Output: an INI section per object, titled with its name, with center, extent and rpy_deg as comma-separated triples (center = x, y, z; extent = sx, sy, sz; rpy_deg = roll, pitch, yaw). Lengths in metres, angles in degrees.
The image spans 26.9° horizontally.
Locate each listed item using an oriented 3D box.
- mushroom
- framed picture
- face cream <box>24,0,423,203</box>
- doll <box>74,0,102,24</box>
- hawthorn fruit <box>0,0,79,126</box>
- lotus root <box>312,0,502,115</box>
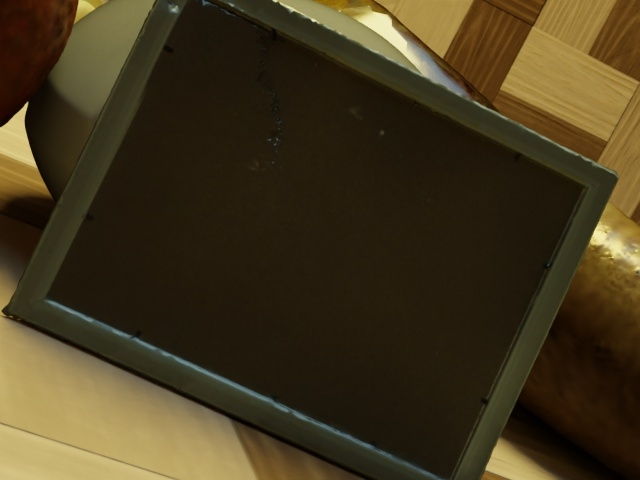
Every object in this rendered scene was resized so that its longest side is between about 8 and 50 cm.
[mushroom]
center = 0.246, 0.100, 1.031
extent = 0.397, 0.224, 0.313
rpy_deg = 19, 26, -9
[framed picture]
center = 0.000, 0.000, 0.777
extent = 0.293, 0.231, 0.018
rpy_deg = 26, -3, -8
[face cream]
center = -0.052, -0.073, 0.972
extent = 0.313, 0.219, 0.357
rpy_deg = 15, 13, -7
[doll]
center = -0.340, -0.268, 1.436
extent = 0.208, 0.144, 0.271
rpy_deg = 13, 19, -18
[hawthorn fruit]
center = -0.284, -0.189, 0.859
extent = 0.285, 0.284, 0.369
rpy_deg = 25, 3, -8
[lotus root]
center = 0.086, -0.067, 1.244
extent = 0.397, 0.179, 0.196
rpy_deg = 53, -23, 16
